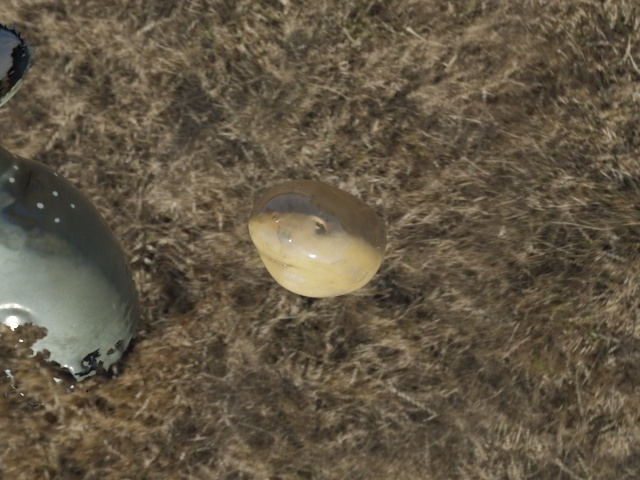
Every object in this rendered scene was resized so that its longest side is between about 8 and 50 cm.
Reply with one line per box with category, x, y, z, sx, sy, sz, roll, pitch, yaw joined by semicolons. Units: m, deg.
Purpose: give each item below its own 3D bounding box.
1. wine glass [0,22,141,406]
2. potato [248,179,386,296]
wine glass;-0.294;-0.013;0.724;0.190;0.190;0.357;15;136;23
potato;-0.002;-0.002;0.715;0.112;0.147;0.112;-22;56;36
